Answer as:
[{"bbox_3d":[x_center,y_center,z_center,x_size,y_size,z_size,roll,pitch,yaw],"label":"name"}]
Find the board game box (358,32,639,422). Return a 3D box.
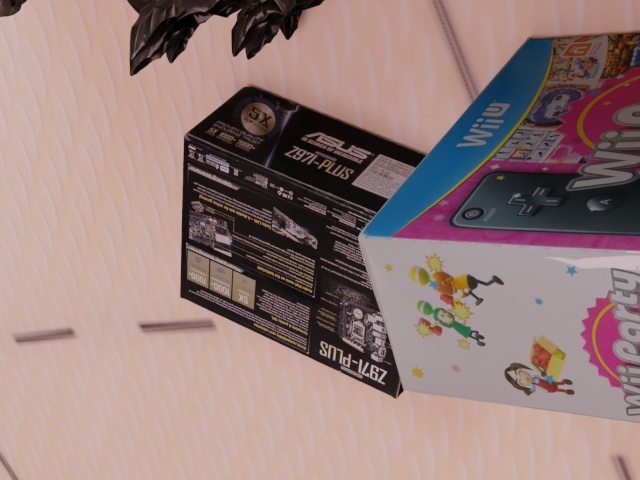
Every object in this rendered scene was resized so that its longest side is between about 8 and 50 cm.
[{"bbox_3d":[0.205,-0.015,0.580,0.303,0.224,0.098,2,124,33],"label":"board game box"}]

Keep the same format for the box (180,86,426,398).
[{"bbox_3d":[0.000,0.000,0.838,0.180,0.077,0.147,23,132,20],"label":"box"}]

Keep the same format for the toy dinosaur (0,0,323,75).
[{"bbox_3d":[-0.094,-0.218,0.699,0.322,0.164,0.218,-36,83,51],"label":"toy dinosaur"}]
